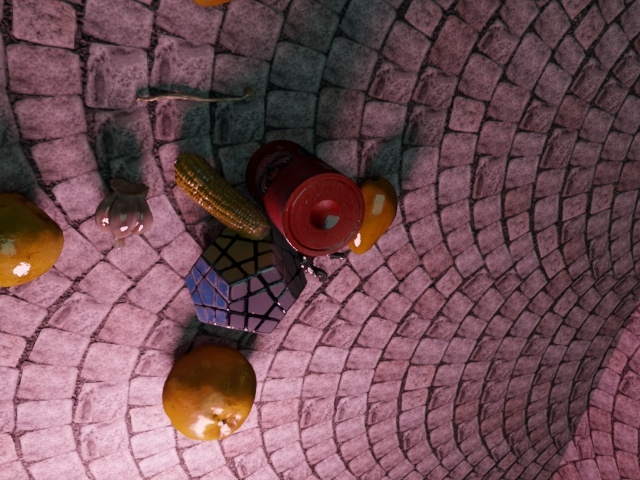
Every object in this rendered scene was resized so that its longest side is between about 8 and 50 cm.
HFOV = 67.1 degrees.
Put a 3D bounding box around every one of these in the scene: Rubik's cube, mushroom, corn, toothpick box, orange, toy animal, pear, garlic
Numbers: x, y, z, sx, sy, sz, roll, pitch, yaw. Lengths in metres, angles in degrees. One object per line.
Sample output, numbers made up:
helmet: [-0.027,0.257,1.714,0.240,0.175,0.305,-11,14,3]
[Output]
Rubik's cube: [-0.194,0.104,1.287,0.264,0.319,0.318,-17,123,-46]
mushroom: [-0.298,-0.348,1.177,0.287,0.026,0.028,-10,101,-17]
corn: [-0.243,-0.105,1.196,0.292,0.101,0.101,38,96,6]
toothpick box: [-0.051,-0.118,1.206,0.205,0.333,0.204,-10,117,-19]
orange: [-0.319,0.446,1.413,0.280,0.235,0.278,-11,125,-16]
toy animal: [-0.002,0.001,1.419,0.147,0.115,0.244,9,85,-23]
pear: [-0.694,0.003,1.065,0.209,0.209,0.208,-9,117,-19]
garlic: [-0.489,-0.046,1.185,0.131,0.127,0.194,12,127,-31]

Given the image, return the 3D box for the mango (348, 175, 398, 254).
mango: [0.154,-0.070,1.448,0.139,0.113,0.253,2,116,-33]

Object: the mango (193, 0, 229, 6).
mango: [-0.186,-0.616,1.028,0.255,0.139,0.175,-25,127,-4]
